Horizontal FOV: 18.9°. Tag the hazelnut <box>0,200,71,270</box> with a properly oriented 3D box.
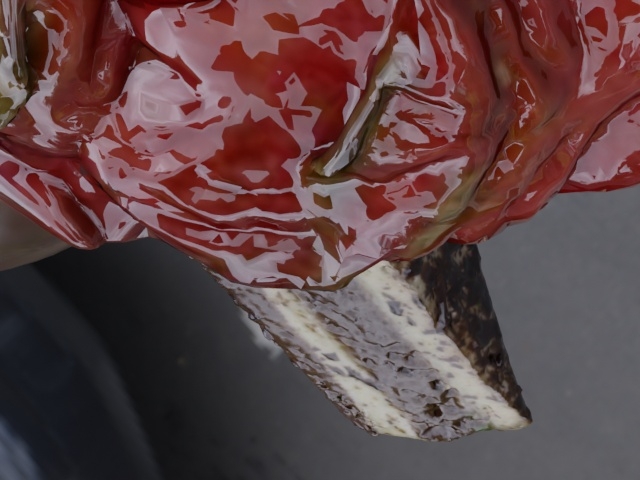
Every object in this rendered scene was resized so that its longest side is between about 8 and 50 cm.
[{"bbox_3d":[-0.176,-0.152,0.650,0.366,0.366,0.366,31,145,25],"label":"hazelnut"}]

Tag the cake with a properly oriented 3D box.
[{"bbox_3d":[0.000,0.012,0.917,0.112,0.135,0.246,-3,111,38],"label":"cake"}]

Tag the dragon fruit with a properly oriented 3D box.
[{"bbox_3d":[-0.032,-0.109,0.349,0.317,0.205,0.152,34,178,15],"label":"dragon fruit"}]
